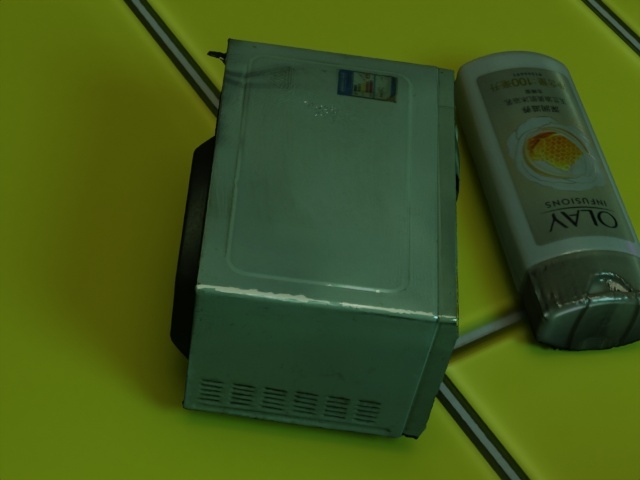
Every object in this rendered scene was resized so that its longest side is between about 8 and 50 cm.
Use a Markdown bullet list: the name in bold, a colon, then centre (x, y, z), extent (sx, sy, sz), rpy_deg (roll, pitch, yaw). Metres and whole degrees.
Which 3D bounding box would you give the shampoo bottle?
- **shampoo bottle**: centre (0.153, -0.031, 1.011), extent (0.086, 0.056, 0.227), rpy_deg (-2, 49, -12)

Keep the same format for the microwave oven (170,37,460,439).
- **microwave oven**: centre (0.000, 0.000, 0.903), extent (0.163, 0.129, 0.205), rpy_deg (7, 47, -2)
